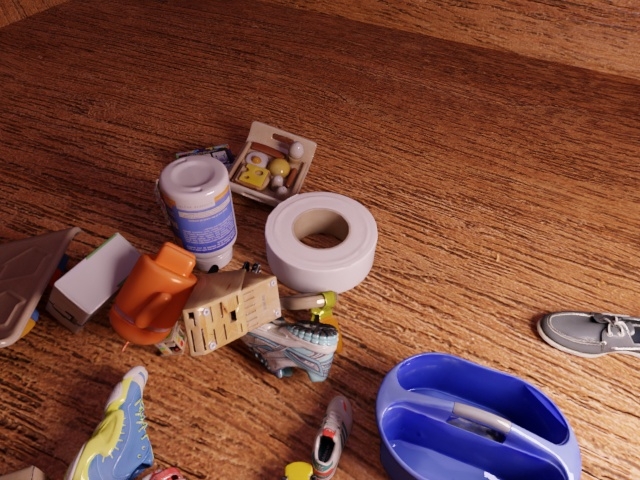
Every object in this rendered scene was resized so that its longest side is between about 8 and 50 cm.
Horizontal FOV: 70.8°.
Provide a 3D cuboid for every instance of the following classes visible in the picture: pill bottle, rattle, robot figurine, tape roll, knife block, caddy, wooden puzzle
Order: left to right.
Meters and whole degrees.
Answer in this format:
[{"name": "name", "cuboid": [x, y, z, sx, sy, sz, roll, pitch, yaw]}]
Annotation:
[{"name": "wooden puzzle", "cuboid": [-0.717, 0.124, 0.990, 0.323, 0.080, 0.347, -11, 41, 12]}, {"name": "robot figurine", "cuboid": [-0.332, 0.113, 0.896, 0.158, 0.128, 0.219, 30, 91, 34]}, {"name": "pill bottle", "cuboid": [-0.281, -0.053, 1.078, 0.153, 0.271, 0.152, 1, 47, -2]}, {"name": "knife block", "cuboid": [-0.212, 0.118, 0.917, 0.242, 0.088, 0.276, 4, 16, 40]}, {"name": "rattle", "cuboid": [-0.054, 0.180, 1.033, 0.200, 0.142, 0.130, -9, 13, 10]}, {"name": "tape roll", "cuboid": [0.000, 0.000, 1.157, 0.287, 0.100, 0.286, 1, 47, -1]}, {"name": "caddy", "cuboid": [0.261, 0.339, 0.792, 0.342, 0.179, 0.241, 16, 49, 13]}]

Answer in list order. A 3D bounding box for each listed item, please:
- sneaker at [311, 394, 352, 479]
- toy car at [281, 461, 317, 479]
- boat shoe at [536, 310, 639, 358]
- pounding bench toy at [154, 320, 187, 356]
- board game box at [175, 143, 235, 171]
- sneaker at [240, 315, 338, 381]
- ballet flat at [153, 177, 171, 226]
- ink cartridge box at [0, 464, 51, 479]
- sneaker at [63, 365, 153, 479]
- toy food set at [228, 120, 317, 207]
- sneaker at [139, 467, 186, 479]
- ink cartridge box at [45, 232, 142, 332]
[{"name": "sneaker", "cuboid": [0.025, 0.356, 0.837, 0.057, 0.075, 0.161, 16, 48, 12]}, {"name": "toy car", "cuboid": [-0.013, 0.509, 0.709, 0.225, 0.053, 0.239, 24, 51, 19]}, {"name": "boat shoe", "cuboid": [0.653, 0.194, 0.995, 0.320, 0.099, 0.116, 8, 47, 5]}, {"name": "pounding bench toy", "cuboid": [-0.323, 0.200, 0.977, 0.052, 0.065, 0.083, -9, 46, 9]}, {"name": "board game box", "cuboid": [-0.350, -0.228, 1.395, 0.171, 0.048, 0.141, -14, 51, -15]}, {"name": "sneaker", "cuboid": [-0.102, 0.222, 0.939, 0.283, 0.122, 0.110, 7, 2, 30]}, {"name": "ballet flat", "cuboid": [-0.403, -0.097, 1.250, 0.091, 0.077, 0.241, -29, 54, -28]}, {"name": "ink cartridge box", "cuboid": [-0.529, 0.497, 0.677, 0.194, 0.088, 0.234, -11, 47, -14]}, {"name": "sneaker", "cuboid": [-0.353, 0.356, 0.834, 0.126, 0.091, 0.240, 23, 47, -6]}, {"name": "toy food set", "cuboid": [-0.149, -0.229, 1.339, 0.220, 0.092, 0.306, 20, 47, -2]}, {"name": "sneaker", "cuboid": [-0.209, 0.427, 0.718, 0.270, 0.090, 0.144, -23, 47, 4]}, {"name": "ink cartridge box", "cuboid": [-0.485, 0.096, 0.967, 0.092, 0.219, 0.160, 45, 52, -10]}]
